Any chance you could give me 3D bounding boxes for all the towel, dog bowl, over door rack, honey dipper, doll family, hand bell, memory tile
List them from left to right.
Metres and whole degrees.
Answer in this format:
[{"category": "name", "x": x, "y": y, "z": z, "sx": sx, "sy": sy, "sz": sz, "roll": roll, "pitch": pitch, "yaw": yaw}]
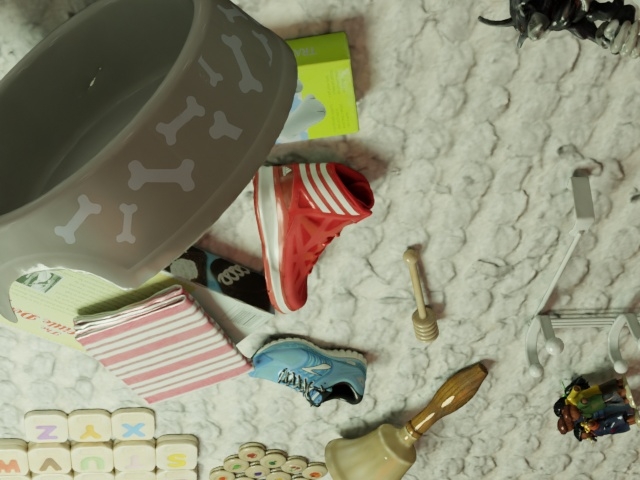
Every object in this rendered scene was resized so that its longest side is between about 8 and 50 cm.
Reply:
[{"category": "dog bowl", "x": -0.189, "y": -0.092, "z": 1.283, "sx": 0.349, "sy": 0.348, "sz": 0.102, "roll": -27, "pitch": 125, "yaw": 24}, {"category": "towel", "x": -0.176, "y": 0.121, "z": 1.699, "sx": 0.144, "sy": 0.029, "sz": 0.197, "roll": -18, "pitch": 143, "yaw": 15}, {"category": "memory tile", "x": -0.073, "y": 0.329, "z": 2.087, "sx": 0.148, "sy": 0.012, "sz": 0.113, "roll": 22, "pitch": 135, "yaw": -32}, {"category": "honey dipper", "x": 0.118, "y": 0.064, "z": 1.762, "sx": 0.031, "sy": 0.030, "sz": 0.160, "roll": -9, "pitch": 139, "yaw": 4}, {"category": "hand bell", "x": 0.131, "y": 0.244, "z": 1.953, "sx": 0.126, "sy": 0.126, "sz": 0.242, "roll": 28, "pitch": 120, "yaw": -36}, {"category": "doll family", "x": 0.362, "y": 0.228, "z": 1.970, "sx": 0.111, "sy": 0.076, "sz": 0.193, "roll": -20, "pitch": 143, "yaw": 10}, {"category": "over door rack", "x": 0.380, "y": 0.060, "z": 1.728, "sx": 0.240, "sy": 0.108, "sz": 0.324, "roll": -2, "pitch": 142, "yaw": -6}]

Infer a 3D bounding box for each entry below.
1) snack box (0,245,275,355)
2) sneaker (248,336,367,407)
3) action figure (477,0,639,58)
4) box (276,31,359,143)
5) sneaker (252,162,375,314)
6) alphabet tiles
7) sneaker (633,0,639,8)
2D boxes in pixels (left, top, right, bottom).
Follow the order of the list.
[{"category": "snack box", "x": -0.233, "y": 0.058, "z": 1.678, "sx": 0.322, "sy": 0.060, "sz": 0.187, "roll": 24, "pitch": 133, "yaw": -34}, {"category": "sneaker", "x": -0.014, "y": 0.168, "z": 1.839, "sx": 0.162, "sy": 0.073, "sz": 0.063, "roll": 9, "pitch": 140, "yaw": -19}, {"category": "action figure", "x": 0.235, "y": -0.244, "z": 1.284, "sx": 0.164, "sy": 0.141, "sz": 0.275, "roll": 37, "pitch": 128, "yaw": -11}, {"category": "box", "x": -0.055, "y": -0.143, "z": 1.461, "sx": 0.178, "sy": 0.042, "sz": 0.109, "roll": -8, "pitch": 142, "yaw": 2}, {"category": "sneaker", "x": 0.000, "y": 0.000, "z": 1.618, "sx": 0.128, "sy": 0.087, "sz": 0.221, "roll": -6, "pitch": 143, "yaw": 3}, {"category": "alphabet tiles", "x": -0.310, "y": 0.311, "z": 2.026, "sx": 0.284, "sy": 0.021, "sz": 0.278, "roll": -1, "pitch": 142, "yaw": -7}, {"category": "sneaker", "x": 0.357, "y": -0.279, "z": 1.324, "sx": 0.212, "sy": 0.080, "sz": 0.094, "roll": -33, "pitch": 121, "yaw": 31}]
